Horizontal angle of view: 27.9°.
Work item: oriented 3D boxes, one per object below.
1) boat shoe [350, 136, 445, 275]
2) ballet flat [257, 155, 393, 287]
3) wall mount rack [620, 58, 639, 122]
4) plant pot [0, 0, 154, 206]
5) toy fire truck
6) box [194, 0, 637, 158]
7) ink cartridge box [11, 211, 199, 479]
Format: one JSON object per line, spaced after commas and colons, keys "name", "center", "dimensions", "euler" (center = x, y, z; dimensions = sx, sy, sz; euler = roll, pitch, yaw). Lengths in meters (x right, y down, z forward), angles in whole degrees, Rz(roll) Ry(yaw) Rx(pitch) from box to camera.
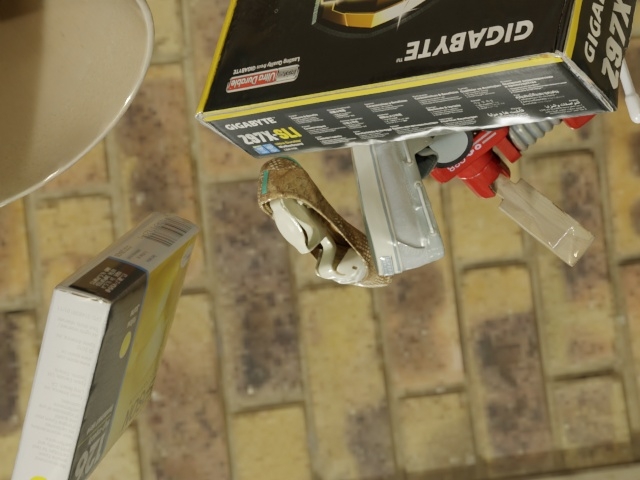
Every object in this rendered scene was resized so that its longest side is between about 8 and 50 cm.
{"name": "boat shoe", "center": [0.073, -0.071, 1.236], "dimensions": [0.079, 0.081, 0.227], "euler": [82, 179, -60]}
{"name": "ballet flat", "center": [0.000, 0.000, 1.369], "dimensions": [0.206, 0.073, 0.067], "euler": [44, -135, -26]}
{"name": "wall mount rack", "center": [0.346, -0.318, 1.534], "dimensions": [0.130, 0.304, 0.350], "euler": [-51, 2, -27]}
{"name": "plant pot", "center": [-0.311, -0.200, 1.001], "dimensions": [0.274, 0.256, 0.256], "euler": [51, 159, 21]}
{"name": "toy fire truck", "center": [0.225, -0.112, 1.370], "dimensions": [0.246, 0.217, 0.158], "euler": [42, -166, -41]}
{"name": "box", "center": [0.076, -0.201, 0.926], "dimensions": [0.079, 0.322, 0.257], "euler": [36, -118, -41]}
{"name": "ink cartridge box", "center": [-0.226, 0.150, 1.323], "dimensions": [0.303, 0.072, 0.307], "euler": [-59, -16, -73]}
